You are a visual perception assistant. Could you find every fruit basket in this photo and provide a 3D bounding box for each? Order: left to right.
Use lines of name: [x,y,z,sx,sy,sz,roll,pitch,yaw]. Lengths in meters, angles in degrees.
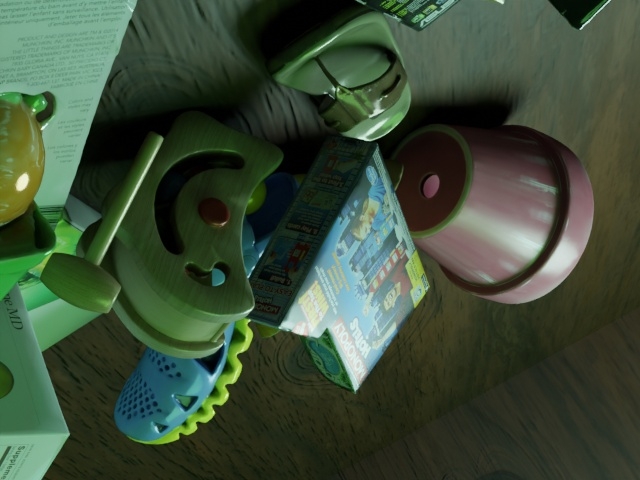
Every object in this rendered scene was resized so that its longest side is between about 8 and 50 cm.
fruit basket: [-0.292,-0.083,0.950,0.327,0.165,0.353,-13,139,-39]

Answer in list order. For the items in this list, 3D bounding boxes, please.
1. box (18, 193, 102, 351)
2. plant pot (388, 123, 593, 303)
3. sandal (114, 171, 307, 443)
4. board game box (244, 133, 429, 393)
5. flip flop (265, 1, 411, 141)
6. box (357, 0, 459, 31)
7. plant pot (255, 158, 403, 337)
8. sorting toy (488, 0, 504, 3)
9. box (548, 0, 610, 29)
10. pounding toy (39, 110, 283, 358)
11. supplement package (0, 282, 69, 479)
box: [-0.333,0.073,1.341,0.322,0.058,0.232,-33,160,5]
plant pot: [0.173,-0.045,1.586,0.180,0.201,0.201,19,130,-44]
sandal: [-0.122,0.051,1.406,0.138,0.126,0.317,29,91,-37]
board game box: [0.008,0.039,1.321,0.194,0.060,0.194,-51,137,-30]
flip flop: [0.034,-0.136,1.309,0.112,0.080,0.277,-32,160,6]
box: [0.105,-0.260,1.168,0.190,0.045,0.184,-37,157,22]
plant pot: [0.000,0.000,1.509,0.236,0.032,0.236,-49,-170,12]
sorting toy: [0.039,-0.213,0.972,0.132,0.274,0.046,13,97,-49]
box: [0.164,-0.261,0.913,0.103,0.184,0.261,-46,179,32]
pounding toy: [-0.103,-0.010,1.200,0.155,0.154,0.269,-49,-175,46]
supplement package: [-0.376,0.135,1.122,0.262,0.199,0.198,5,134,-37]
